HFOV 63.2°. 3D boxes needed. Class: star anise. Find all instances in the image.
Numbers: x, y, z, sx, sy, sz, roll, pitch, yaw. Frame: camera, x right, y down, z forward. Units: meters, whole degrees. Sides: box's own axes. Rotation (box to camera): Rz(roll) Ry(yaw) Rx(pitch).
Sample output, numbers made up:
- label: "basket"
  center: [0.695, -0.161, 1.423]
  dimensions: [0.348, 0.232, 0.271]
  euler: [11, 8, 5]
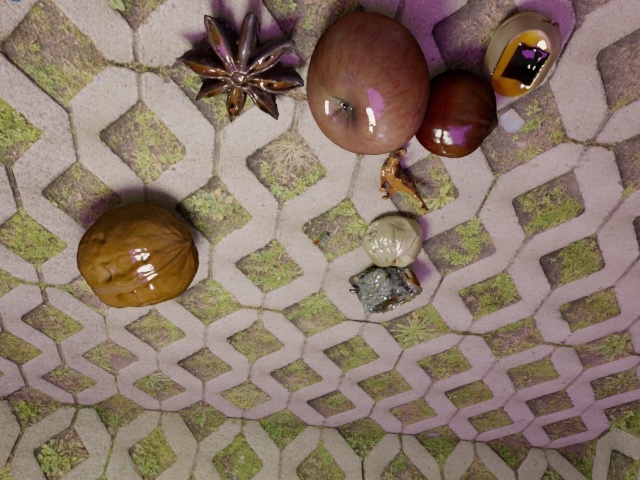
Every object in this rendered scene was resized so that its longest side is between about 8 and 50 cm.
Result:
- label: "star anise"
  center: [-0.200, -0.449, 1.356]
  dimensions: [0.332, 0.117, 0.331]
  euler: [3, 143, 2]

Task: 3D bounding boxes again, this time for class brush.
- label: "brush"
  center: [0.000, 0.000, 1.861]
  dimensions: [0.019, 0.021, 0.083]
  euler: [30, 129, -29]

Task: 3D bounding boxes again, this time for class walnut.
- label: "walnut"
  center: [-0.598, 0.056, 1.724]
  dimensions: [0.398, 0.307, 0.354]
  euler: [-19, 133, 21]

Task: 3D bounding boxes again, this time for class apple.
- label: "apple"
  center: [0.111, -0.373, 1.289]
  dimensions: [0.345, 0.269, 0.344]
  euler: [10, 132, 11]

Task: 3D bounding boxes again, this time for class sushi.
- label: "sushi"
  center: [0.239, 0.188, 1.938]
  dimensions: [0.184, 0.139, 0.274]
  euler: [10, 143, -42]

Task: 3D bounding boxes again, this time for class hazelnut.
- label: "hazelnut"
  center: [0.366, -0.337, 1.388]
  dimensions: [0.230, 0.229, 0.229]
  euler: [0, 135, 0]

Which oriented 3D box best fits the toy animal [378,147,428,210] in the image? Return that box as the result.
- label: "toy animal"
  center: [0.266, -0.173, 1.648]
  dimensions: [0.114, 0.116, 0.255]
  euler: [-5, 145, 39]

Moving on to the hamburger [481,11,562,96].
- label: "hamburger"
  center: [0.511, -0.470, 1.329]
  dimensions: [0.173, 0.116, 0.210]
  euler: [12, 139, 0]

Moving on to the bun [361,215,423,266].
- label: "bun"
  center: [0.251, 0.022, 1.798]
  dimensions: [0.221, 0.134, 0.220]
  euler: [-1, 138, -1]
